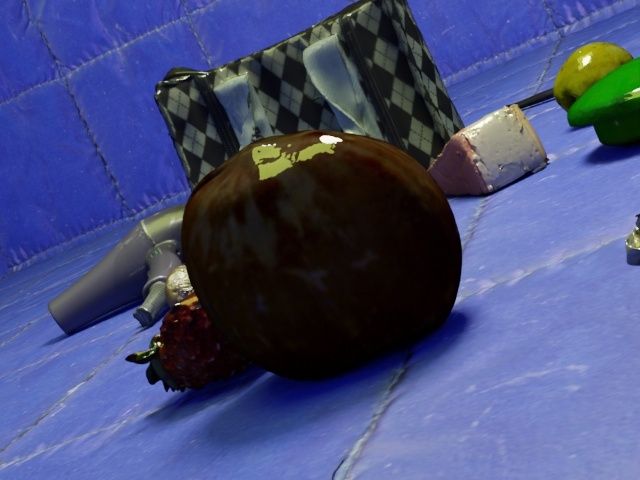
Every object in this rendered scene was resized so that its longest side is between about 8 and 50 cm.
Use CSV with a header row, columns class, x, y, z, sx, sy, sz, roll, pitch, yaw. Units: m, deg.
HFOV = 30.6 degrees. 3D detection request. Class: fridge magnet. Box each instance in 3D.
class,x,y,z,sx,sy,sz,roll,pitch,yaw
fridge magnet,0.387,-0.172,1.355,0.208,0.088,0.208,-23,8,3

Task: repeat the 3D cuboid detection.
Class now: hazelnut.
class,x,y,z,sx,sy,sz,roll,pitch,yaw
hazelnut,0.000,0.000,0.990,0.234,0.218,0.218,-24,8,21

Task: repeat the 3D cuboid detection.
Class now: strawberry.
class,x,y,z,sx,sy,sz,roll,pitch,yaw
strawberry,-0.086,0.083,1.119,0.192,0.085,0.140,-26,-17,-45

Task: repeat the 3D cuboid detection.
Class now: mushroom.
class,x,y,z,sx,sy,sz,roll,pitch,yaw
mushroom,-0.095,0.041,1.492,0.209,0.071,0.084,-21,-24,0

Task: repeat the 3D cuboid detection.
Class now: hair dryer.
class,x,y,z,sx,sy,sz,roll,pitch,yaw
hair dryer,-0.281,0.069,1.774,0.301,0.121,0.361,-33,14,-1

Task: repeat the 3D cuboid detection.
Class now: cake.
class,x,y,z,sx,sy,sz,roll,pitch,yaw
cake,0.202,-0.116,1.546,0.109,0.090,0.225,-30,9,-14

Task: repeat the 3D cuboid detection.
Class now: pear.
class,x,y,z,sx,sy,sz,roll,pitch,yaw
pear,0.388,-0.227,1.645,0.131,0.107,0.107,-37,13,-24

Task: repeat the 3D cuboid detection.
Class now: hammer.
class,x,y,z,sx,sy,sz,roll,pitch,yaw
hammer,0.416,-0.262,2.059,0.246,0.029,0.103,-19,9,44

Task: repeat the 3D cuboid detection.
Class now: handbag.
class,x,y,z,sx,sy,sz,roll,pitch,yaw
handbag,-0.018,-0.175,1.752,0.416,0.317,0.180,-23,15,15

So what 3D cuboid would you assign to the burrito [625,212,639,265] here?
class,x,y,z,sx,sy,sz,roll,pitch,yaw
burrito,0.287,-0.031,0.850,0.087,0.060,0.226,-23,6,42
